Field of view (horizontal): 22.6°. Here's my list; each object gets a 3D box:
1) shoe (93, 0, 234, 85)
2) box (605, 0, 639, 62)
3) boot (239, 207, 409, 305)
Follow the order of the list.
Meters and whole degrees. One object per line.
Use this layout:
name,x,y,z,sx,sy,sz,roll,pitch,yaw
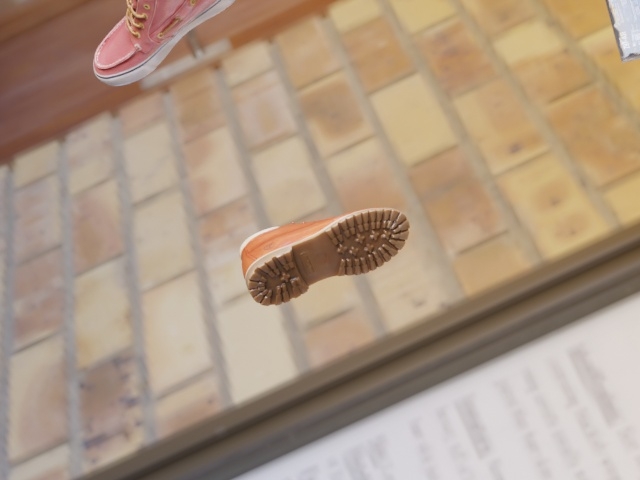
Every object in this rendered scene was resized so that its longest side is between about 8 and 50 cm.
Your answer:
shoe,-0.163,-0.218,1.507,0.081,0.178,0.063,28,34,-54
box,0.319,-0.224,1.577,0.018,0.067,0.083,45,31,-75
boot,0.000,0.000,1.454,0.084,0.158,0.059,-124,-164,-64
